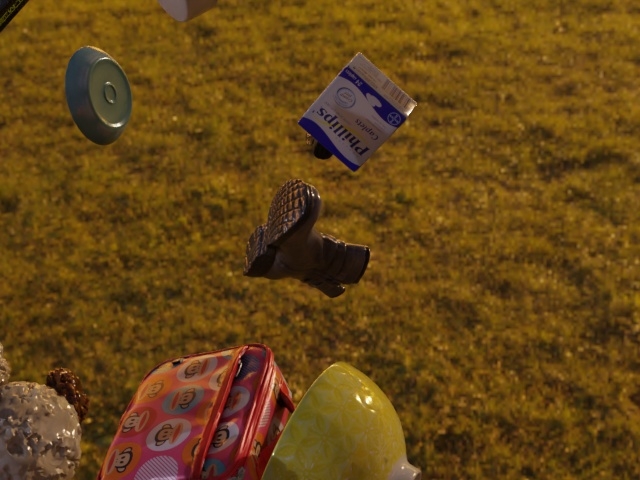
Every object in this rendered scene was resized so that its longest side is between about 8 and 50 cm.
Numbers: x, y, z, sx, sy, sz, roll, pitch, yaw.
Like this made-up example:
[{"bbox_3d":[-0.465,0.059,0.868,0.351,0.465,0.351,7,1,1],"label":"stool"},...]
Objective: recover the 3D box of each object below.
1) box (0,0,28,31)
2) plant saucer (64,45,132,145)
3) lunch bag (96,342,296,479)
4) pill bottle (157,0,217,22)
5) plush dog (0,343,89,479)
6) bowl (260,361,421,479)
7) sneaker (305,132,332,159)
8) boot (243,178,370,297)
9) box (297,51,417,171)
[{"bbox_3d":[-0.447,-0.341,1.162,0.184,0.191,0.045,38,-7,5],"label":"box"},{"bbox_3d":[-0.259,-0.175,1.132,0.021,0.119,0.119,-5,24,24],"label":"plant saucer"},{"bbox_3d":[-0.154,0.276,1.329,0.258,0.120,0.293,-11,30,17],"label":"lunch bag"},{"bbox_3d":[-0.050,-0.419,1.108,0.362,0.210,0.210,-33,33,-13],"label":"pill bottle"},{"bbox_3d":[-0.348,0.186,0.946,0.225,0.211,0.263,25,53,-5],"label":"plush dog"},{"bbox_3d":[0.038,0.321,1.233,0.156,0.290,0.289,23,35,18],"label":"bowl"},{"bbox_3d":[0.018,-0.209,1.655,0.051,0.170,0.089,17,45,-17],"label":"sneaker"},{"bbox_3d":[0.000,0.000,1.812,0.222,0.338,0.118,14,66,-16],"label":"boot"},{"bbox_3d":[0.058,-0.201,1.495,0.126,0.137,0.072,41,35,-6],"label":"box"}]
